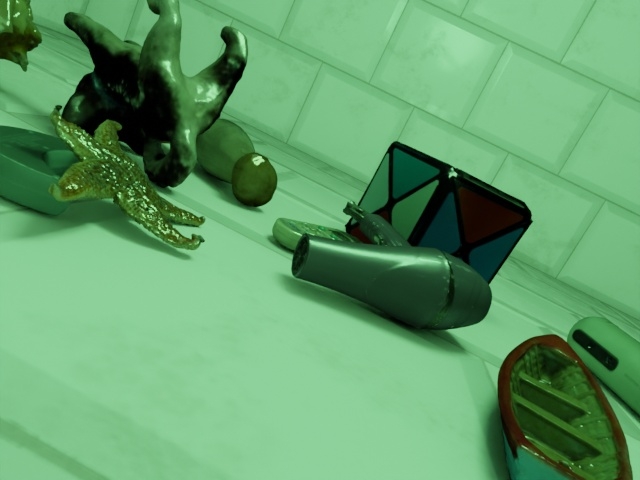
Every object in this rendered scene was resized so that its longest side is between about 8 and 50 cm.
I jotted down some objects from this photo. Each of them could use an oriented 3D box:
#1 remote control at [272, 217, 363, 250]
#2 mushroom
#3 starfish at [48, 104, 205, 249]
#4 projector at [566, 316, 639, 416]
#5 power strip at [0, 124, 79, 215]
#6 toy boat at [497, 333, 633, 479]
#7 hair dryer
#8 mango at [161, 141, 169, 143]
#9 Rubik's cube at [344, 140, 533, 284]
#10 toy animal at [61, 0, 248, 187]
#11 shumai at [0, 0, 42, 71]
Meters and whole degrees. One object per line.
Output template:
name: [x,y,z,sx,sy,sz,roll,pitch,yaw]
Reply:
remote control: [0.000,0.000,0.836,0.078,0.042,0.221,35,15,36]
mushroom: [-0.195,-0.183,0.995,0.128,0.128,0.350,15,20,-39]
starfish: [-0.234,-0.071,0.575,0.231,0.048,0.295,44,6,-30]
projector: [0.583,0.252,0.832,0.108,0.108,0.337,25,13,-7]
power strip: [-0.328,-0.085,0.531,0.137,0.044,0.216,24,13,-12]
toy boat: [0.266,0.189,0.533,0.136,0.079,0.392,29,14,21]
hair dryer: [0.082,0.009,0.774,0.301,0.121,0.361,16,19,-19]
mango: [-0.348,-0.290,1.009,0.252,0.154,0.126,15,23,34]
Rubik's cube: [0.240,-0.037,0.984,0.246,0.248,0.250,20,15,-28]
toy animal: [-0.325,-0.246,0.814,0.344,0.303,0.194,6,-4,32]
shumai: [-0.605,-0.424,0.776,0.262,0.314,0.267,39,5,29]
